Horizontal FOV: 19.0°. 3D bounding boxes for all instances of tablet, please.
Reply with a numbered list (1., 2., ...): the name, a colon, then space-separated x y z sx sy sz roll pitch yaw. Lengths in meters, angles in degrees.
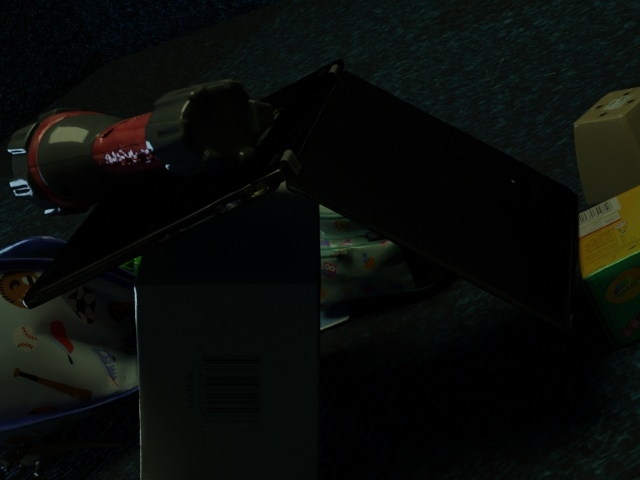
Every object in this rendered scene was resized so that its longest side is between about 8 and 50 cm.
1. tablet: 0.000 0.093 2.165 0.083 0.006 0.054 -23 17 18

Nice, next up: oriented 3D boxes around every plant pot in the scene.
1. plant pot: 0.338 -0.107 2.070 0.109 0.096 0.109 -39 19 -34

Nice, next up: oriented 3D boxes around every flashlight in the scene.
1. flashlight: -0.174 -0.084 1.714 0.304 0.103 0.103 -8 52 56

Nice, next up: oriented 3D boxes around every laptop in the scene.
1. laptop: 0.000 0.000 1.761 0.408 0.236 0.382 -26 13 16

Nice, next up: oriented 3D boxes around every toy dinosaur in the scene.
1. toy dinosaur: -0.316 0.240 2.143 0.183 0.053 0.092 -14 20 40

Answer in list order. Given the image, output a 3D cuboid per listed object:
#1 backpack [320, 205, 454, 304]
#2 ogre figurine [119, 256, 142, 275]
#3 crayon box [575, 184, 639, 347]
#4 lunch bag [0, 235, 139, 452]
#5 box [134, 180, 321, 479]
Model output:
1. backpack: 0.056 -0.010 2.151 0.188 0.144 0.166 -20 22 32
2. ogre figurine: -0.340 0.068 2.629 0.118 0.097 0.197 1 42 37
3. crayon box: 0.372 -0.018 1.770 0.278 0.081 0.165 -25 17 9
4. lunch bag: -0.383 0.131 2.176 0.385 0.238 0.328 -5 -8 -30
5. box: -0.083 0.080 1.884 0.168 0.215 0.345 0 19 1
